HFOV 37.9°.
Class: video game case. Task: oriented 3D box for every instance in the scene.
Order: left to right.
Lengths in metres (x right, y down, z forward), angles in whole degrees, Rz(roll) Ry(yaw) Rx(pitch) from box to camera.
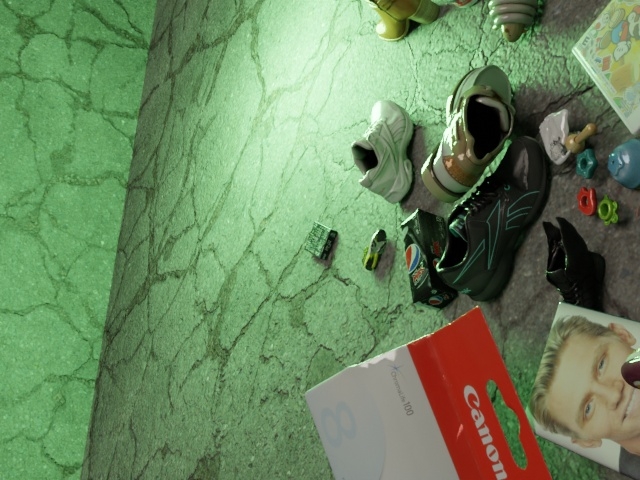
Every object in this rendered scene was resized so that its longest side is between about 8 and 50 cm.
[{"bbox_3d":[0.464,-0.285,1.300,0.206,0.026,0.227,-53,32,30],"label":"video game case"}]

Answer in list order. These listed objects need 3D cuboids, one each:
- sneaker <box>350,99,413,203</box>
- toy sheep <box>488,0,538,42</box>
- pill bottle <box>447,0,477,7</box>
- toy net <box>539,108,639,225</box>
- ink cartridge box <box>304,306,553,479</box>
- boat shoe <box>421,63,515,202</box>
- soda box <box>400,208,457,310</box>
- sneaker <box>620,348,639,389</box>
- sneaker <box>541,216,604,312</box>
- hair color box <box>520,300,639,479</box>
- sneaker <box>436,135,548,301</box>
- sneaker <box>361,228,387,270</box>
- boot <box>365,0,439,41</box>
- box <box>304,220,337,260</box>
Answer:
[{"bbox_3d":[0.112,-0.187,1.782,0.090,0.115,0.232,-42,39,43],"label":"sneaker"},{"bbox_3d":[0.323,-0.399,1.565,0.091,0.091,0.132,-1,91,61],"label":"toy sheep"},{"bbox_3d":[0.217,-0.513,1.722,0.108,0.180,0.108,-40,41,46],"label":"pill bottle"},{"bbox_3d":[0.383,-0.111,1.330,0.232,0.045,0.122,-125,40,-60],"label":"toy net"},{"bbox_3d":[0.141,0.298,1.290,0.385,0.091,0.308,-42,64,55],"label":"ink cartridge box"},{"bbox_3d":[0.257,-0.186,1.470,0.103,0.113,0.302,-40,20,48],"label":"boat shoe"},{"bbox_3d":[0.182,0.031,1.579,0.053,0.060,0.169,-46,37,41],"label":"soda box"},{"bbox_3d":[0.369,0.157,0.924,0.185,0.069,0.084,-9,59,60],"label":"sneaker"},{"bbox_3d":[0.335,0.059,1.252,0.051,0.089,0.170,-23,54,55],"label":"sneaker"},{"bbox_3d":[0.393,0.191,1.050,0.347,0.105,0.174,13,85,63],"label":"hair color box"},{"bbox_3d":[0.263,-0.040,1.430,0.101,0.106,0.267,20,90,65],"label":"sneaker"},{"bbox_3d":[0.098,0.015,1.774,0.035,0.031,0.083,36,105,62],"label":"sneaker"},{"bbox_3d":[0.129,-0.475,1.889,0.197,0.152,0.073,-11,64,59],"label":"boot"},{"bbox_3d":[0.000,0.000,1.975,0.083,0.018,0.067,27,98,62],"label":"box"}]
